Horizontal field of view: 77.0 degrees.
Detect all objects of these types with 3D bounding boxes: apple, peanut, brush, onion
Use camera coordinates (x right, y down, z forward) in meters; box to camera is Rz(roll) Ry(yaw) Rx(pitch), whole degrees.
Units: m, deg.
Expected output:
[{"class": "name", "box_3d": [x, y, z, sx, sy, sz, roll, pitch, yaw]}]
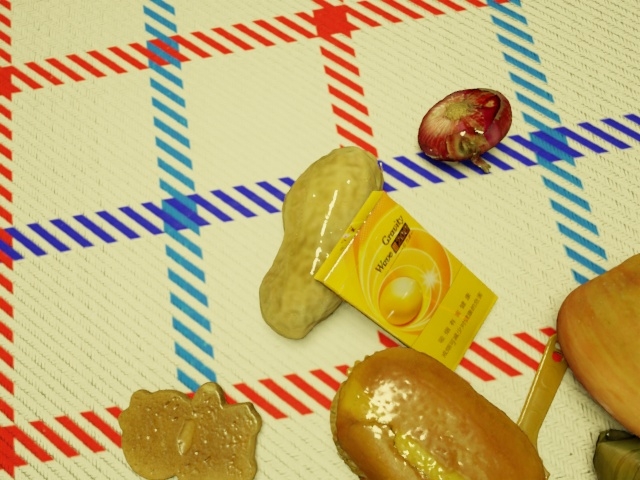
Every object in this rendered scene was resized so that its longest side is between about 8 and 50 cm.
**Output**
[{"class": "apple", "box_3d": [0.461, 0.138, 0.519, 0.242, 0.242, 0.241, -24, 60, -3]}, {"class": "peanut", "box_3d": [0.000, 0.000, 0.625, 0.149, 0.149, 0.313, 17, 83, 6]}, {"class": "brush", "box_3d": [0.323, 0.265, 0.611, 0.103, 0.013, 0.272, 27, 80, 7]}, {"class": "onion", "box_3d": [0.249, -0.169, 0.674, 0.150, 0.140, 0.150, -25, 39, 22]}]

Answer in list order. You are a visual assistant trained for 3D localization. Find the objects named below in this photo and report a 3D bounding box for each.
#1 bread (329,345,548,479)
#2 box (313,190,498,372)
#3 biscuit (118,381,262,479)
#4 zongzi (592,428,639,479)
[{"class": "bread", "box_3d": [0.141, 0.277, 0.537, 0.288, 0.156, 0.204, 40, 80, 16]}, {"class": "box", "box_3d": [0.136, 0.069, 0.585, 0.269, 0.043, 0.152, 38, 79, -22]}, {"class": "biscuit", "box_3d": [-0.202, 0.301, 0.616, 0.225, 0.036, 0.166, 2, 77, 6]}, {"class": "zongzi", "box_3d": [0.508, 0.399, 0.533, 0.260, 0.123, 0.289, -5, 91, -4]}]
